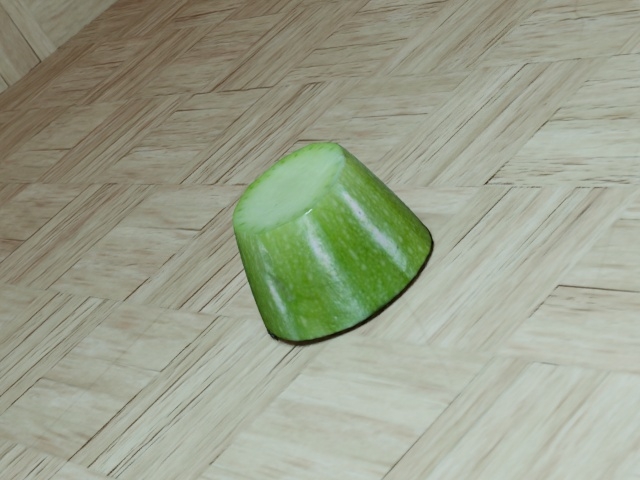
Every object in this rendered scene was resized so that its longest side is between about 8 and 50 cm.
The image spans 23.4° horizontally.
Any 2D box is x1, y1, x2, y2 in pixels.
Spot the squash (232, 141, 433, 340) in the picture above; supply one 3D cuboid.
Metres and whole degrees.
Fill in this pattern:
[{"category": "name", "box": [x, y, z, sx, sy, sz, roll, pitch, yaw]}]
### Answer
[{"category": "squash", "box": [0.000, 0.000, 1.338, 0.170, 0.123, 0.170, -27, 29, 16]}]
